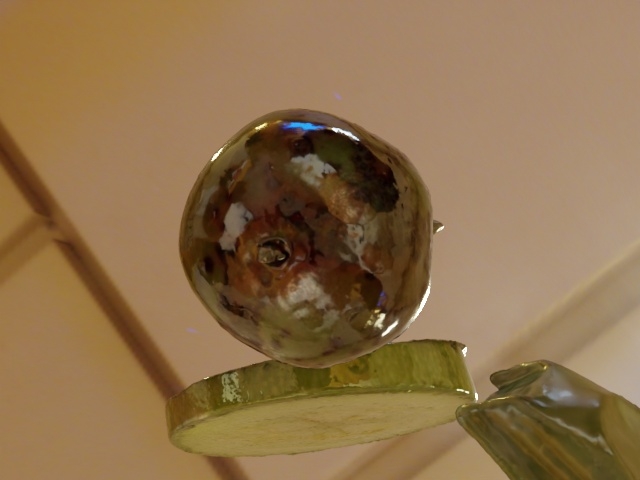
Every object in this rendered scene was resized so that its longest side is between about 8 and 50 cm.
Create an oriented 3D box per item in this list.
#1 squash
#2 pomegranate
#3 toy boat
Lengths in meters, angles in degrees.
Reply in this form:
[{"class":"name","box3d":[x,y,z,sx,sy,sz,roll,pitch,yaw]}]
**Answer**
[{"class":"squash","box3d":[-0.002,0.117,1.053,0.219,0.219,0.041,-16,-107,14]},{"class":"pomegranate","box3d":[-0.002,0.006,0.841,0.148,0.169,0.149,-6,-112,16]},{"class":"toy boat","box3d":[0.180,0.167,0.678,0.293,0.093,0.055,50,-60,4]}]
